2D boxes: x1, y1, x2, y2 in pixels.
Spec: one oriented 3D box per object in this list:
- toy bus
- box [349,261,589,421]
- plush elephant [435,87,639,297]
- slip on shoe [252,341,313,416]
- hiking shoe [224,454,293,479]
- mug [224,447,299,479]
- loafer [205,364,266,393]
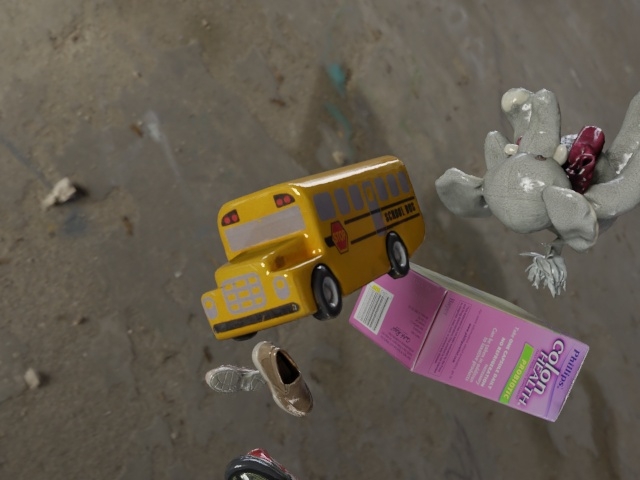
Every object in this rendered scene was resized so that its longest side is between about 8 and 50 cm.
[{"bbox_3d":[0.000,0.000,0.992,0.332,0.108,0.130,-22,95,-62],"label":"toy bus"},{"bbox_3d":[0.198,0.128,1.347,0.243,0.117,0.213,21,5,-24],"label":"box"},{"bbox_3d":[0.321,-0.097,1.380,0.255,0.271,0.330,19,85,-58],"label":"plush elephant"},{"bbox_3d":[-0.043,0.191,1.335,0.051,0.041,0.135,-50,123,-35],"label":"slip on shoe"},{"bbox_3d":[-0.060,0.383,1.268,0.227,0.086,0.114,57,15,10],"label":"hiking shoe"},{"bbox_3d":[-0.064,0.408,1.487,0.169,0.113,0.150,31,-8,27],"label":"mug"},{"bbox_3d":[-0.144,0.226,1.610,0.125,0.039,0.045,10,102,-45],"label":"loafer"}]
